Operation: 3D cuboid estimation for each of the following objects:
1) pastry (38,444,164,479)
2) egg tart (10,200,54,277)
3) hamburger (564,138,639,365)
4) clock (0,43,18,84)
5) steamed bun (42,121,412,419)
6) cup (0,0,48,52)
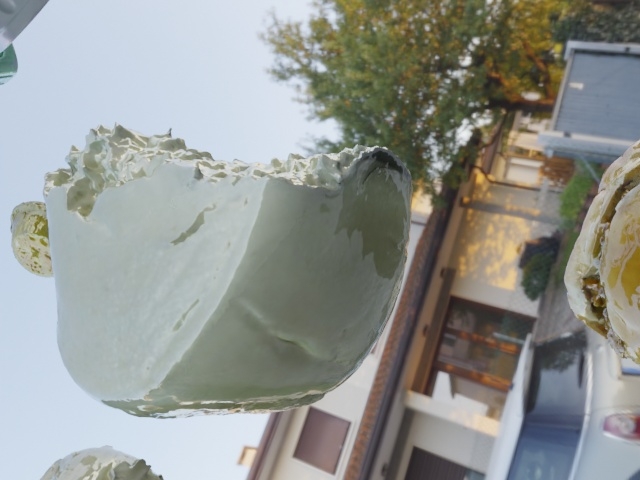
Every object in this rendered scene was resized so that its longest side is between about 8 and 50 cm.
[{"bbox_3d":[-0.202,0.270,0.467,0.088,0.165,0.166,-44,-37,-72],"label":"pastry"},{"bbox_3d":[-0.305,0.006,0.575,0.039,0.105,0.105,-76,-13,-58],"label":"egg tart"},{"bbox_3d":[0.483,0.015,0.644,0.174,0.284,0.305,-118,39,-73],"label":"hamburger"},{"bbox_3d":[-0.745,-0.454,1.138,0.066,0.159,0.211,-26,-74,-42],"label":"clock"},{"bbox_3d":[-0.053,0.018,0.450,0.290,0.272,0.274,6,-106,-49],"label":"steamed bun"},{"bbox_3d":[-0.385,-0.312,0.532,0.167,0.221,0.202,-39,-48,13],"label":"cup"}]
